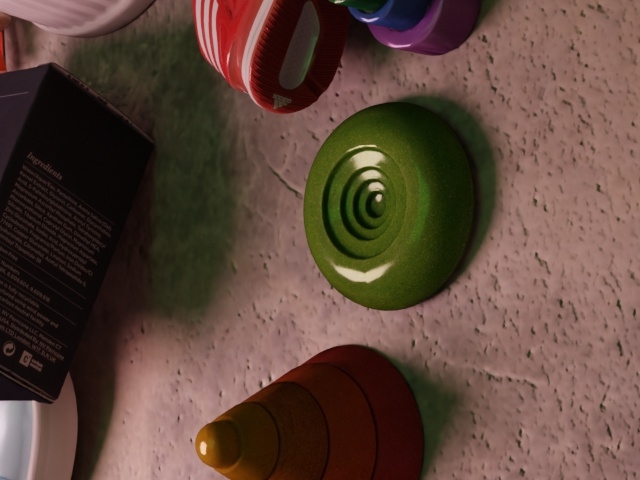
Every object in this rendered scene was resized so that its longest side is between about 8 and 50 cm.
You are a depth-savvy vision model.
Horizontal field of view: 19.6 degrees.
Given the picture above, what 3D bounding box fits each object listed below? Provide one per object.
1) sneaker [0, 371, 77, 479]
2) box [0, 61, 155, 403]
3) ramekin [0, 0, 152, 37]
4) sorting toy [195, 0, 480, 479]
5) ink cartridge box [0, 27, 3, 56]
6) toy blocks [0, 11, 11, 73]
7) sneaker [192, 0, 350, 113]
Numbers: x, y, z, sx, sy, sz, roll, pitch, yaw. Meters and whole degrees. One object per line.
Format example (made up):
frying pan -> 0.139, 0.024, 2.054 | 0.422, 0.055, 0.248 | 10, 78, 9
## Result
sneaker -> -0.310, 0.212, 1.335 | 0.366, 0.150, 0.135 | -53, 55, 26
box -> -0.227, -0.002, 1.258 | 0.153, 0.108, 0.207 | -3, 58, 43
ramekin -> -0.193, -0.252, 1.297 | 0.207, 0.109, 0.207 | -5, 82, 42
sorting toy -> 0.000, 0.000, 1.084 | 0.127, 0.126, 0.365 | 17, 98, 43
ink cartridge box -> -0.345, -0.153, 1.469 | 0.232, 0.066, 0.189 | -15, 76, 45
toy blocks -> -0.283, -0.132, 1.390 | 0.123, 0.054, 0.148 | -19, 77, 20
sneaker -> -0.020, -0.199, 1.150 | 0.128, 0.087, 0.221 | 31, 96, 49
